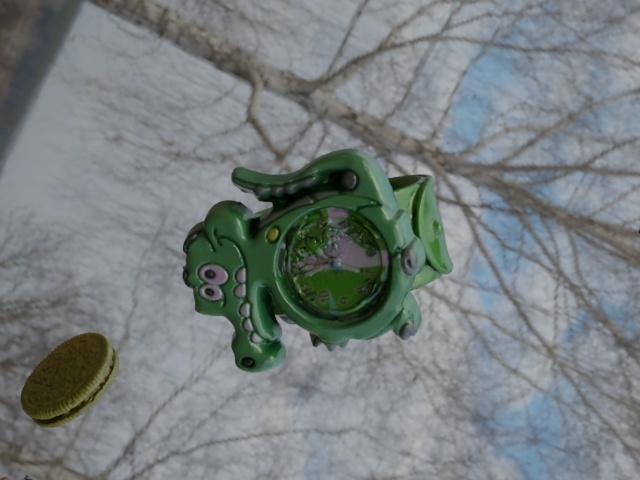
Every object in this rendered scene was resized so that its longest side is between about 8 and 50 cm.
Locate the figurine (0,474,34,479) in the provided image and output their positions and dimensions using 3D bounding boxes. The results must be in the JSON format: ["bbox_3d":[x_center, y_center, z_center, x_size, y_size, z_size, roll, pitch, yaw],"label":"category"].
[{"bbox_3d":[-0.415,0.402,1.295,0.141,0.162,0.236,-37,-161,34],"label":"figurine"}]

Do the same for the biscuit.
[{"bbox_3d":[-0.195,0.109,0.834,0.084,0.023,0.084,-23,-146,17],"label":"biscuit"}]

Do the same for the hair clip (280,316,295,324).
[{"bbox_3d":[-0.013,0.054,1.342,0.195,0.124,0.052,0,-144,25],"label":"hair clip"}]

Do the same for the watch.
[{"bbox_3d":[0.000,0.000,0.719,0.165,0.131,0.152,-14,-171,11],"label":"watch"}]

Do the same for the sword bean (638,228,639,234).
[{"bbox_3d":[0.356,-0.016,1.120,0.083,0.012,0.012,139,-26,-77],"label":"sword bean"}]
